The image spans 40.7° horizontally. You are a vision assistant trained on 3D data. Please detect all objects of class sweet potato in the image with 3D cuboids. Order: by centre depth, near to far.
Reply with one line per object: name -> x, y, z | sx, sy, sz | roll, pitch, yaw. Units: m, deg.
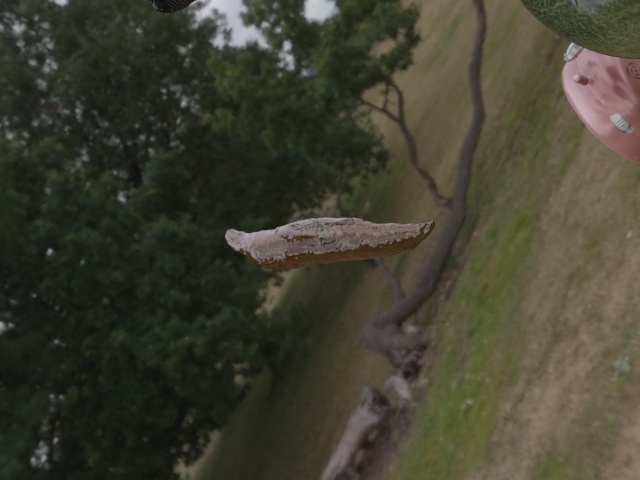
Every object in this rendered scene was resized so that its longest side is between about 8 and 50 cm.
sweet potato -> 0.000, 0.000, 1.129 | 0.072, 0.314, 0.066 | 17, -111, -58

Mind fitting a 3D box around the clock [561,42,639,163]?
clock -> 0.485, -0.234, 1.324 | 0.142, 0.241, 0.227 | -52, -1, 38

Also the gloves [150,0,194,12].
gloves -> -0.250, -0.470, 1.387 | 0.106, 0.129, 0.181 | 47, 154, 50

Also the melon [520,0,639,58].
melon -> 0.291, -0.295, 0.804 | 0.302, 0.237, 0.238 | -105, 38, -58
